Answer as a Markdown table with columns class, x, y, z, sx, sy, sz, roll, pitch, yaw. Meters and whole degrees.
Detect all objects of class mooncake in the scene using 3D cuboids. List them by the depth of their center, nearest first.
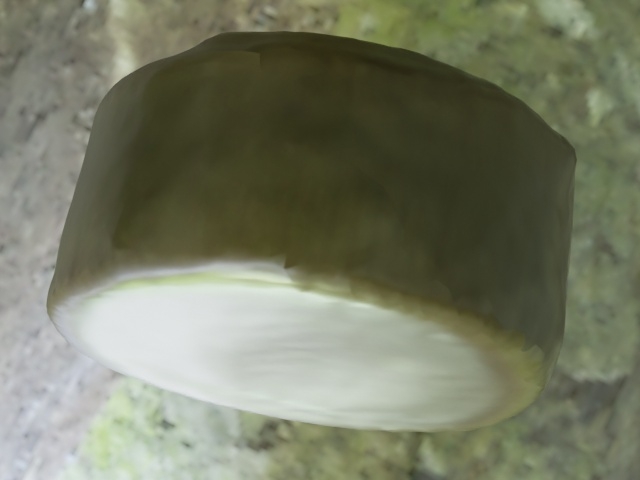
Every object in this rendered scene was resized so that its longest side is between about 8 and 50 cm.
| class | x | y | z | sx | sy | sz | roll | pitch | yaw |
| --- | --- | --- | --- | --- | --- | --- | --- | --- | --- |
| mooncake | 0.000 | 0.000 | 0.965 | 0.284 | 0.284 | 0.156 | 109 | -11 | -68 |
